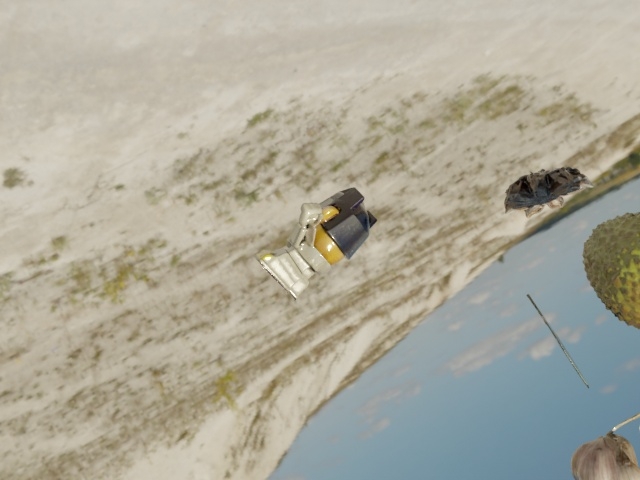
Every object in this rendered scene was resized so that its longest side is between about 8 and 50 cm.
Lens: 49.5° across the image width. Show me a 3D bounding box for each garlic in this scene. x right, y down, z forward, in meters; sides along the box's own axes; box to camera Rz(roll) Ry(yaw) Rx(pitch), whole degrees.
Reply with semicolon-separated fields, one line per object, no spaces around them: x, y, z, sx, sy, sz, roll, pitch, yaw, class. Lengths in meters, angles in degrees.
0.781;0.563;1.774;0.256;0.207;0.207;-53;172;0;garlic

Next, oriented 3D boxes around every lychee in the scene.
0.723;0.070;1.504;0.270;0.270;0.320;-27;-163;-21;lychee

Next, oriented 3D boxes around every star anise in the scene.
0.620;-0.149;1.929;0.236;0.109;0.223;4;153;-38;star anise

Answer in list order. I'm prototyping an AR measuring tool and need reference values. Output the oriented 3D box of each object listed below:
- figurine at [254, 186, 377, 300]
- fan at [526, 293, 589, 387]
0.002;0.003;1.595;0.308;0.143;0.308;-36;172;-6;figurine
0.602;0.248;1.782;0.012;0.294;0.223;-34;157;13;fan
